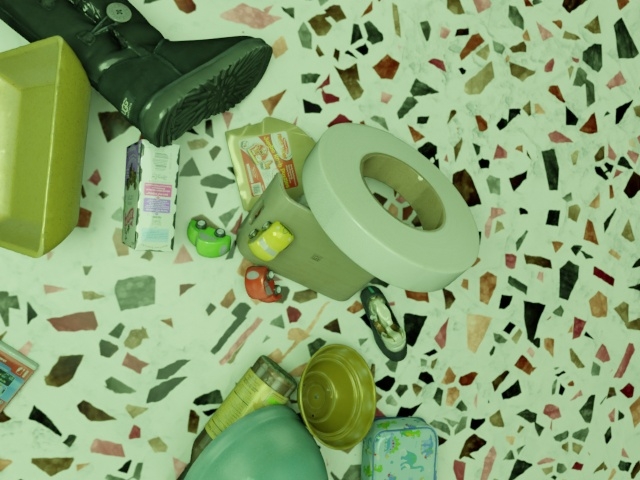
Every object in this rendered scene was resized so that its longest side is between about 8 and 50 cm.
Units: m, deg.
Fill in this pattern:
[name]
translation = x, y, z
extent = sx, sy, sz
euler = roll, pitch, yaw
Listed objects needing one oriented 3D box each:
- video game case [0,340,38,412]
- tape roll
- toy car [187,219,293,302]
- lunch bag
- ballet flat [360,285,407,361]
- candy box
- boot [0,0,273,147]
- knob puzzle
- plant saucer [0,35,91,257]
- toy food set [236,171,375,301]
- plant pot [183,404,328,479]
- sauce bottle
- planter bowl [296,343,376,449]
[video game case]
translation = -0.710, 0.295, 0.981
extent = 0.204, 0.025, 0.285
euler = 40, 83, -15
[tape roll]
translation = 0.146, -0.077, 1.046
extent = 0.392, 0.391, 0.072
euler = 27, 130, -16
[toy car]
translation = -0.176, 0.029, 1.060
extent = 0.225, 0.239, 0.053
euler = 22, 47, 6
[lunch bag]
translation = 0.185, 0.525, 1.222
extent = 0.176, 0.090, 0.218
euler = 0, 94, -15
[ballet flat]
translation = 0.151, 0.198, 1.201
extent = 0.074, 0.074, 0.203
euler = -28, 101, -13
[candy box]
translation = -0.323, -0.082, 0.990
extent = 0.070, 0.165, 0.196
euler = 3, 93, -29
[boot]
translation = -0.352, -0.408, 0.972
extent = 0.445, 0.146, 0.367
euler = 38, 43, 3
[knob puzzle]
translation = -0.091, -0.168, 1.126
extent = 0.213, 0.030, 0.213
euler = -1, 93, -16
[plant saucer]
translation = -0.495, -0.153, 0.898
extent = 0.081, 0.333, 0.332
euler = 3, 94, -50
[toy food set]
translation = 0.000, 0.000, 1.085
extent = 0.306, 0.220, 0.092
euler = 25, 49, -17
[plant pot]
translation = -0.096, 0.499, 1.013
extent = 0.293, 0.196, 0.292
euler = -26, 133, -32
[sauce bottle]
translation = -0.189, 0.406, 1.098
extent = 0.111, 0.111, 0.344
euler = 39, 84, -15
[planter bowl]
translation = 0.015, 0.338, 1.143
extent = 0.217, 0.090, 0.217
euler = 14, 67, -37
